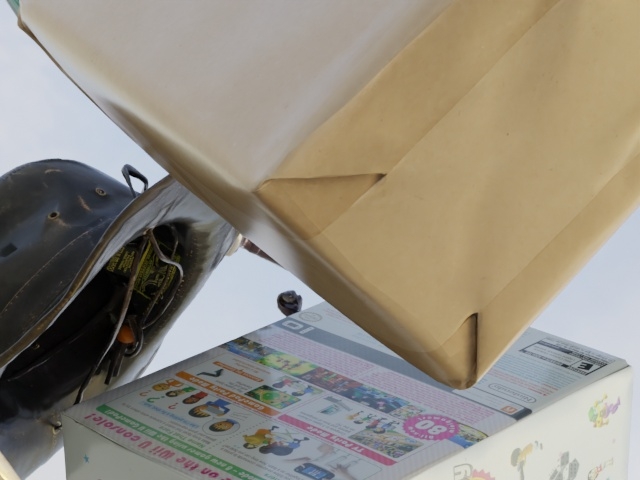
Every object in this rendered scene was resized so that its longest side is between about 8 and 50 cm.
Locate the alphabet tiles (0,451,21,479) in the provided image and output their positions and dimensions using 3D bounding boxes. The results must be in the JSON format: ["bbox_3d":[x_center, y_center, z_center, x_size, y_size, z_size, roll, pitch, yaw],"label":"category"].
[{"bbox_3d":[-0.115,0.181,0.753,0.285,0.011,0.342,13,-41,55],"label":"alphabet tiles"}]

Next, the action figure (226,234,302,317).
[{"bbox_3d":[0.000,0.000,1.412,0.285,0.185,0.099,30,0,-20],"label":"action figure"}]

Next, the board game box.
[{"bbox_3d":[0.022,0.133,1.024,0.224,0.303,0.097,18,-64,42],"label":"board game box"}]

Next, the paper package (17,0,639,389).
[{"bbox_3d":[0.043,-0.135,0.814,0.168,0.309,0.325,45,-4,-36],"label":"paper package"}]

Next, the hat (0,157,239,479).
[{"bbox_3d":[-0.188,0.029,1.088,0.134,0.331,0.331,40,-36,10],"label":"hat"}]

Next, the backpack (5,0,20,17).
[{"bbox_3d":[-0.239,-0.301,1.566,0.225,0.191,0.253,58,0,-10],"label":"backpack"}]
